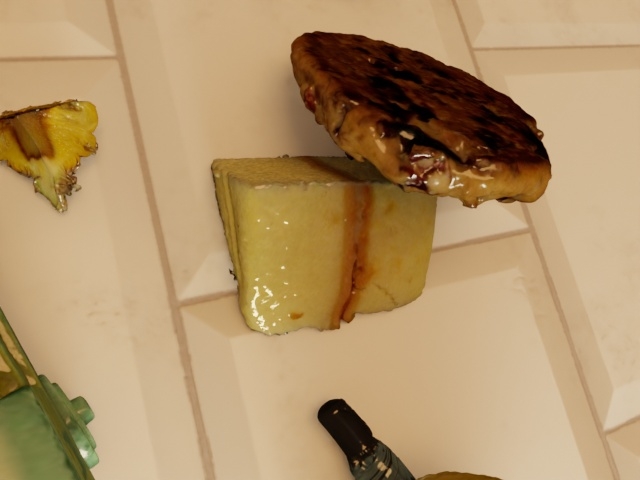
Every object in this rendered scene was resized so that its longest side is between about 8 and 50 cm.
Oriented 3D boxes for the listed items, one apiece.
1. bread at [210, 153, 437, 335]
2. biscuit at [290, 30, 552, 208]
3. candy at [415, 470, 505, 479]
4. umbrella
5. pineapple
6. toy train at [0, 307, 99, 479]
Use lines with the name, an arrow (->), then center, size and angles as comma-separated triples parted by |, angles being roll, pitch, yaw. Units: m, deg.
bread -> 0.000, 0.000, 0.619 | 0.240, 0.135, 0.178 | -5, 110, -24
biscuit -> 0.109, -0.140, 0.609 | 0.290, 0.081, 0.334 | 5, 38, -24
candy -> 0.132, 0.341, 0.481 | 0.260, 0.118, 0.259 | 0, 92, -1
umbrella -> 0.082, 0.269, 0.560 | 0.053, 0.052, 0.250 | -39, 93, -1
pineapple -> -0.261, -0.084, 0.516 | 0.114, 0.077, 0.114 | -22, 97, -22
toy train -> -0.278, 0.071, 0.361 | 0.160, 0.253, 0.397 | -29, 88, -28
